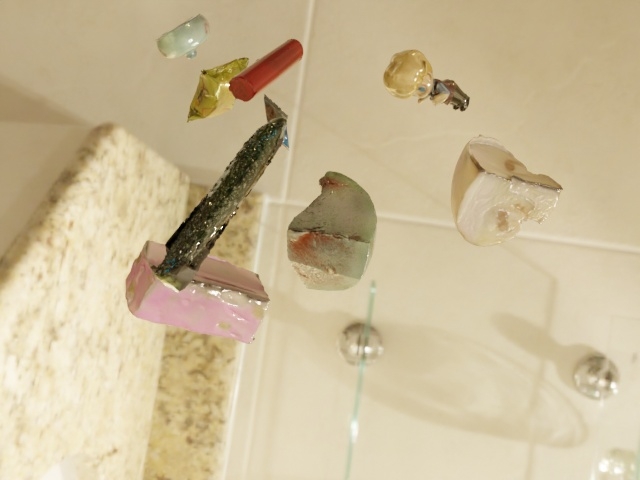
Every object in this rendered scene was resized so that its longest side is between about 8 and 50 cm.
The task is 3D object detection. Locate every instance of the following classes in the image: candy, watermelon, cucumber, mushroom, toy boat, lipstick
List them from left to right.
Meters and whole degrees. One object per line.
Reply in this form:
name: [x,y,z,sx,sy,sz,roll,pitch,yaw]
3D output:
toy boat: [-0.316,-0.471,1.620,0.079,0.134,0.207,62,-1,-23]
candy: [-0.243,0.101,1.377,0.115,0.265,0.155,-65,-152,15]
cucumber: [-0.113,-0.052,0.819,0.256,0.044,0.043,-58,146,-23]
lipstick: [-0.130,-0.432,1.733,0.279,0.073,0.073,-51,154,-47]
candy: [-0.106,-0.288,1.692,0.038,0.088,0.136,-34,153,-22]
watermelon: [0.000,0.000,1.611,0.289,0.214,0.320,-58,-143,39]
mushroom: [0.346,-0.101,1.418,0.173,0.236,0.162,-60,-149,34]

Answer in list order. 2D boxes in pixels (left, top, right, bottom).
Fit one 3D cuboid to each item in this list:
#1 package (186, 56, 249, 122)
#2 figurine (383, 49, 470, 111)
package: [-0.300,-0.433,2.005,0.168,0.090,0.226,-29,164,-36]
figurine: [0.229,-0.336,1.504,0.108,0.196,0.114,-58,-158,13]
